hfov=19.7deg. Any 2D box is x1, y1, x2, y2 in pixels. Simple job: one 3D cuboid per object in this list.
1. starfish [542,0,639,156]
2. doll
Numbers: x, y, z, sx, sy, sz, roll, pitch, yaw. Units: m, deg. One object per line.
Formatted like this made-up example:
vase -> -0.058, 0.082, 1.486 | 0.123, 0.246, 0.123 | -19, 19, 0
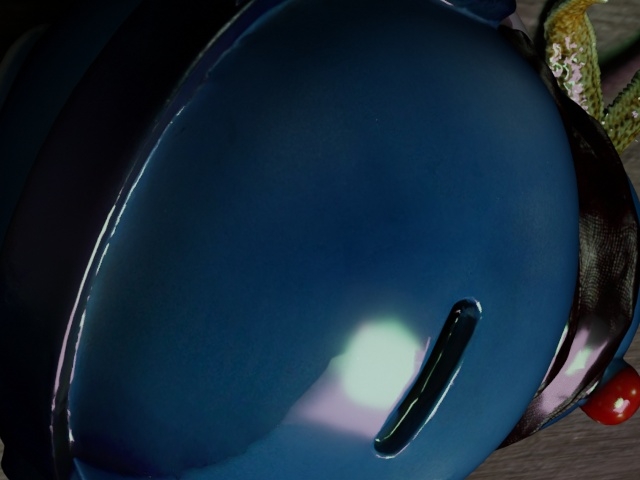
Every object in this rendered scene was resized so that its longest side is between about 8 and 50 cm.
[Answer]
starfish -> 0.105, -0.052, 0.931 | 0.176, 0.053, 0.208 | -3, 138, -26
doll -> 0.000, 0.000, 0.711 | 0.310, 0.240, 0.284 | 13, 107, -54
